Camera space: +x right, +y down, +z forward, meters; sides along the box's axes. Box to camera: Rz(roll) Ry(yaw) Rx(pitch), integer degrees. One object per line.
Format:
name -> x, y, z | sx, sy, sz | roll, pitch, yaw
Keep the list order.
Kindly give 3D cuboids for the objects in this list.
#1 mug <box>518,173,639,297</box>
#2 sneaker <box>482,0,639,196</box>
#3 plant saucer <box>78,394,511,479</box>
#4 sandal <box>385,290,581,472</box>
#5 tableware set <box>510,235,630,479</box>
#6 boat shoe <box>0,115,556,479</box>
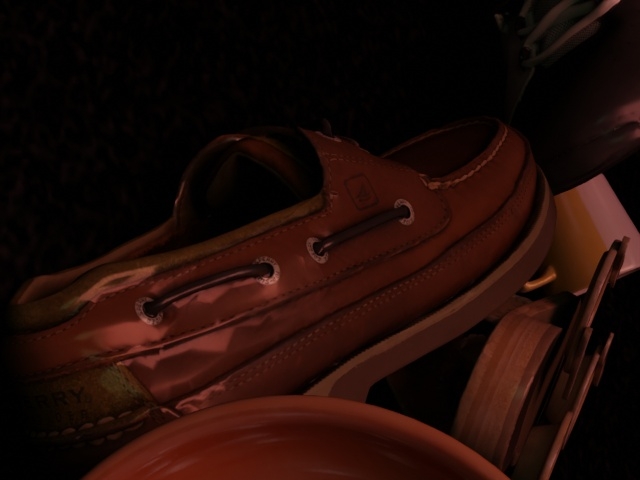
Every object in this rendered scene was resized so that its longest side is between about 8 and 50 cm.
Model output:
mug -> 0.136, -0.005, 0.844 | 0.078, 0.062, 0.064 | -10, 77, -60
sneaker -> 0.135, -0.138, 0.851 | 0.146, 0.122, 0.330 | 53, 28, -15
plant saucer -> -0.007, 0.148, 0.476 | 0.037, 0.200, 0.200 | 49, 32, -76
sandal -> 0.064, 0.052, 0.708 | 0.240, 0.079, 0.088 | 11, 100, -78
tableware set -> 0.108, 0.085, 0.717 | 0.141, 0.020, 0.169 | 90, 24, -61
boat shoe -> 0.000, 0.000, 0.621 | 0.307, 0.111, 0.104 | -41, 110, -51
